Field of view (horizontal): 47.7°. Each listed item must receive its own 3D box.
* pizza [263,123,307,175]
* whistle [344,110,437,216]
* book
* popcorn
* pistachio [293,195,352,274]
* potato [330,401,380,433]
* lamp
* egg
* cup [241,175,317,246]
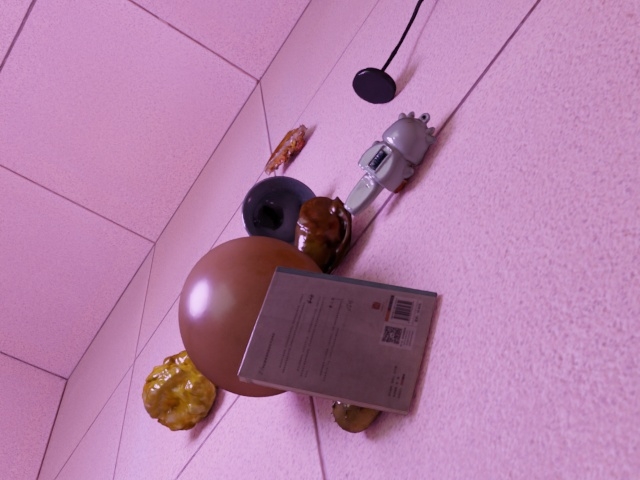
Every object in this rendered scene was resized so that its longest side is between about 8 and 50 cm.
[{"bbox_3d":[-0.096,-0.289,2.258,0.193,0.053,0.201,-30,25,57],"label":"pizza"},{"bbox_3d":[0.139,-0.154,1.460,0.253,0.106,0.101,-51,31,8],"label":"whistle"},{"bbox_3d":[0.028,0.152,1.159,0.025,0.283,0.214,68,-143,-56],"label":"book"},{"bbox_3d":[-0.354,0.380,1.823,0.197,0.198,0.155,-55,6,17],"label":"popcorn"},{"bbox_3d":[0.000,0.000,1.552,0.165,0.131,0.210,-15,58,59],"label":"pistachio"},{"bbox_3d":[0.066,0.239,1.157,0.092,0.070,0.137,6,68,52],"label":"potato"},{"bbox_3d":[0.223,-0.500,1.786,0.371,0.130,0.108,-51,41,-11],"label":"lamp"},{"bbox_3d":[-0.123,0.140,1.406,0.301,0.301,0.374,-57,19,10],"label":"egg"},{"bbox_3d":[-0.107,-0.046,1.829,0.150,0.199,0.199,124,168,-70],"label":"cup"}]
